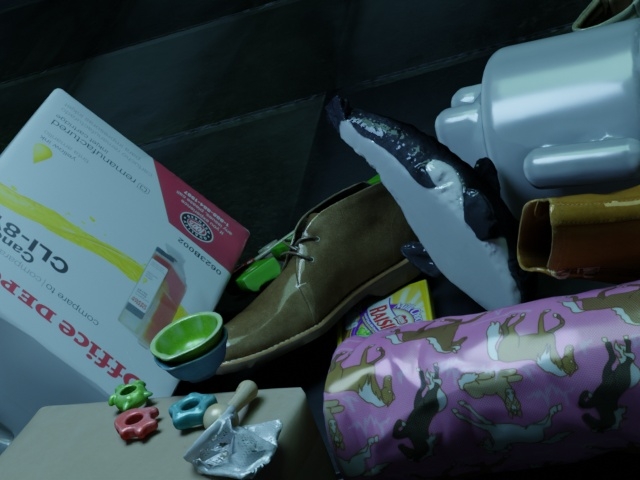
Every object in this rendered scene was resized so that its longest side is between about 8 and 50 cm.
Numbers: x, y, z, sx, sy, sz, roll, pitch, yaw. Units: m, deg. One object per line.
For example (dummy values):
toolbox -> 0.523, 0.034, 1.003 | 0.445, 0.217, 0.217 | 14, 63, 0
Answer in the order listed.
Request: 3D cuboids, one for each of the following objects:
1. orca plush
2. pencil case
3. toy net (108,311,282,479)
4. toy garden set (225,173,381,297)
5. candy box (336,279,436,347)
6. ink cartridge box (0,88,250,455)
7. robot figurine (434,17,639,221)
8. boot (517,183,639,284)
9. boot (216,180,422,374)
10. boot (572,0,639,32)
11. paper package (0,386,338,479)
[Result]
orca plush -> 0.129, -0.050, 1.831 | 0.287, 0.151, 0.102 | 39, 53, 19
pencil case -> 0.192, 0.124, 1.500 | 0.386, 0.167, 0.160 | -12, 23, 21
toy net -> -0.107, 0.134, 1.462 | 0.122, 0.045, 0.232 | -25, 24, -9
toy garden set -> 0.000, 0.000, 2.028 | 0.244, 0.049, 0.204 | -35, 5, -15
candy box -> 0.069, 0.108, 1.808 | 0.105, 0.027, 0.206 | -17, 24, 6
ink cartridge box -> -0.262, 0.053, 1.849 | 0.160, 0.279, 0.385 | -46, 11, 31
robot figurine -> 0.306, -0.127, 1.899 | 0.353, 0.200, 0.300 | -10, 23, 24
boot -> 0.276, 0.006, 1.557 | 0.211, 0.104, 0.295 | -4, -18, 3
boot -> -0.021, 0.037, 1.857 | 0.305, 0.115, 0.112 | -33, 21, -32
boot -> 0.390, -0.231, 2.090 | 0.213, 0.165, 0.077 | -34, 28, -23
paper package -> -0.167, 0.282, 1.462 | 0.309, 0.168, 0.325 | -6, 29, 30
